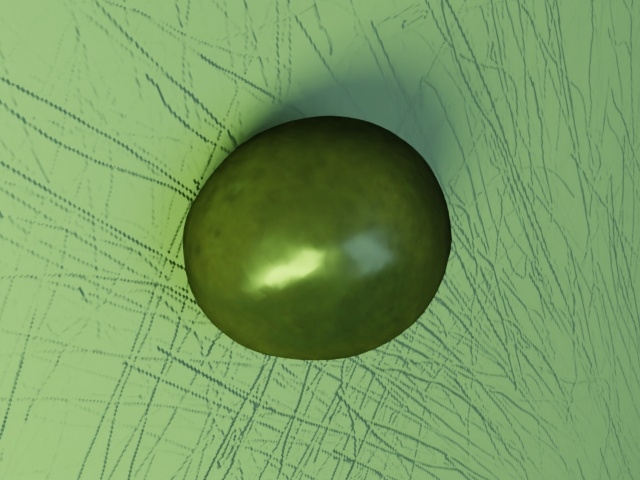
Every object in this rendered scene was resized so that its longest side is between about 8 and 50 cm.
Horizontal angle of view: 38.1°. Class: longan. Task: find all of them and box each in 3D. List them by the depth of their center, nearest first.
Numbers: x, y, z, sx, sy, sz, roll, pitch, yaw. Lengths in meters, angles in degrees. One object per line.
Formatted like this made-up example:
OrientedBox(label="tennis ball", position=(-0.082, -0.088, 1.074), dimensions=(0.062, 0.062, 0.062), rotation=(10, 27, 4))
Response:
OrientedBox(label="longan", position=(0.000, 0.000, 0.626), dimensions=(0.187, 0.167, 0.168), rotation=(-12, 111, -16))
